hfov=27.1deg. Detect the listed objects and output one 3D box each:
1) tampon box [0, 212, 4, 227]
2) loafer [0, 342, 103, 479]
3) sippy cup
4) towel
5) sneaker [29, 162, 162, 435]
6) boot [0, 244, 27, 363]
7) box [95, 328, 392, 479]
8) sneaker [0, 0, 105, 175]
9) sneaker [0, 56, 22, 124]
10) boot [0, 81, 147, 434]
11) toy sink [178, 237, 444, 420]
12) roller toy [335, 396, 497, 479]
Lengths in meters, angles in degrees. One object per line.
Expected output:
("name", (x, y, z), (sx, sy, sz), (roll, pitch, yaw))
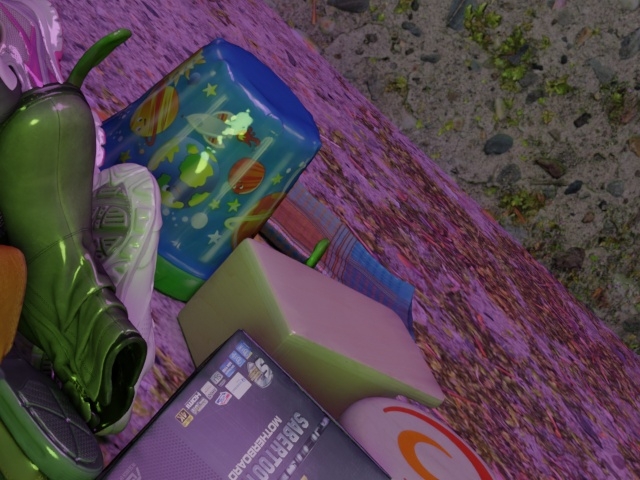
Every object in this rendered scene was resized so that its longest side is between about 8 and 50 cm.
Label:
("tampon box", (-0.334, -0.081, 1.106), (0.161, 0.101, 0.120), (29, 24, -51))
("loafer", (-0.259, 0.086, 0.935), (0.267, 0.084, 0.096), (49, 9, 24))
("sippy cup", (-0.128, -0.090, 1.453), (0.305, 0.224, 0.240), (36, 18, -32))
("towel", (0.000, 0.000, 1.922), (0.370, 0.040, 0.271), (44, 14, -8))
("sneaker", (-0.176, 0.052, 1.102), (0.090, 0.232, 0.115), (7, -17, 18))
("boot", (-0.240, 0.011, 0.767), (0.104, 0.295, 0.211), (37, 21, 17))
("box", (-0.065, 0.201, 1.027), (0.183, 0.059, 0.233), (46, 40, -2))
("sneaker", (-0.301, -0.135, 1.316), (0.111, 0.103, 0.252), (3, 57, -53))
("sneaker", (-0.370, -0.203, 0.872), (0.447, 0.169, 0.258), (29, -36, 46))
("boot", (-0.166, 0.020, 0.937), (0.083, 0.247, 0.161), (-22, 58, -30))
("toy sink", (-0.012, 0.127, 1.387), (0.234, 0.131, 0.153), (27, 24, -39))
("roller toy", (0.062, 0.255, 1.225), (0.209, 0.146, 0.191), (28, 23, -24))
